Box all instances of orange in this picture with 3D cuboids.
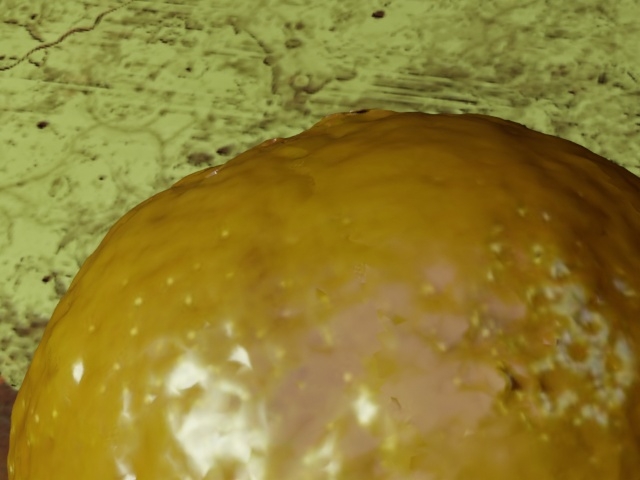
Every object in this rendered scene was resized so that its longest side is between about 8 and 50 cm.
[{"bbox_3d":[0.042,0.117,0.631,0.340,0.341,0.293,-21,50,-6],"label":"orange"}]
